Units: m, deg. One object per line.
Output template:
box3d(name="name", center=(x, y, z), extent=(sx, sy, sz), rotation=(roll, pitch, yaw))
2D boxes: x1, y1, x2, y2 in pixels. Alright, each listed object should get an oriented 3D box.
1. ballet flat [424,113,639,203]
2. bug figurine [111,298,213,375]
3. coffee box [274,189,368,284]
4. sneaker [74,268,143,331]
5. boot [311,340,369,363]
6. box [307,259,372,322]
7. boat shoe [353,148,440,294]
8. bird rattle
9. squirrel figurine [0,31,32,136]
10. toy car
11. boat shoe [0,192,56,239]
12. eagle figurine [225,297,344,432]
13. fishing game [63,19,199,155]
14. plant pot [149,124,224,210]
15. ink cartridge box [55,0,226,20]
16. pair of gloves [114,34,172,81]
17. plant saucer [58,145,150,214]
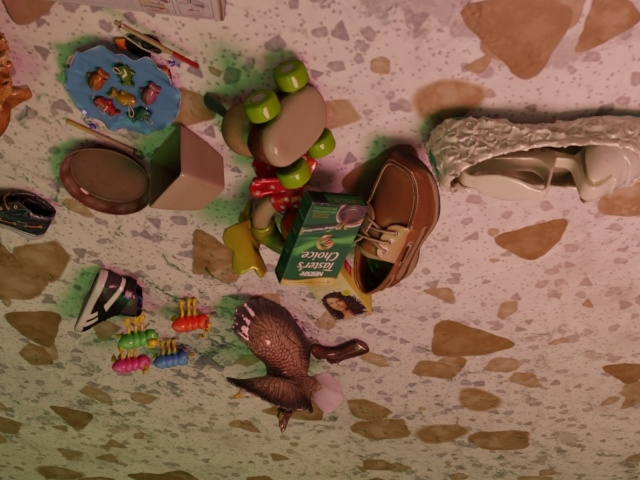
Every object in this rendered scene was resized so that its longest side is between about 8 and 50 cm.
box3d(name="ballet flat", center=(0.371, -0.115, 1.117), extent=(0.409, 0.147, 0.147), rotation=(1, 139, 4))
box3d(name="bug figurine", center=(-0.366, 0.240, 1.608), extent=(0.216, 0.072, 0.279), rotation=(-7, 149, -31))
box3d(name="coffee box", center=(0.000, 0.000, 1.210), extent=(0.113, 0.040, 0.184), rotation=(3, 129, -28))
box3d(name="sneaker", center=(-0.461, 0.155, 1.549), extent=(0.121, 0.079, 0.217), rotation=(21, 137, -20))
box3d(name="boot", center=(0.048, 0.254, 1.650), extent=(0.114, 0.037, 0.106), rotation=(-21, 147, 31))
box3d(name="box", center=(0.023, 0.078, 1.431), extent=(0.087, 0.058, 0.232), rotation=(-17, 135, 22))
box3d(name="boat shoe", center=(0.123, -0.011, 1.238), extent=(0.122, 0.120, 0.324), rotation=(35, 147, 25))
box3d(name="bird rattle", center=(-0.055, -0.050, 1.252), extent=(0.207, 0.143, 0.253), rotation=(23, 123, -19))
box3d(name="squirrel figurine", center=(-0.564, -0.216, 0.914), extent=(0.397, 0.281, 0.370), rotation=(24, 165, 42))
box3d(name="toy car", center=(-0.097, -0.185, 1.111), extent=(0.188, 0.149, 0.155), rotation=(11, 141, 37))
box3d(name="boat shoe", center=(-0.594, -0.067, 1.319), extent=(0.183, 0.065, 0.083), rotation=(22, 136, -29))
box3d(name="eagle figurine", center=(-0.093, 0.299, 1.547), extent=(0.226, 0.225, 0.298), rotation=(32, 151, 29))
box3d(name="fishing game", center=(-0.314, -0.228, 1.107), extent=(0.189, 0.041, 0.264), rotation=(26, 141, -26))
box3d(name="plant pot", center=(-0.224, -0.112, 1.202), extent=(0.096, 0.109, 0.109), rotation=(19, 139, -35))
box3d(name="ink cartridge box", center=(-0.248, -0.415, 0.788), extent=(0.309, 0.271, 0.130), rotation=(7, 170, -2))
box3d(name="pair of gloves", center=(-0.271, -0.278, 1.077), extent=(0.074, 0.010, 0.083), rotation=(1, 138, 8))
box3d(name="plant saucer", center=(-0.383, -0.112, 1.268), extent=(0.168, 0.029, 0.168), rotation=(2, 139, 2))
